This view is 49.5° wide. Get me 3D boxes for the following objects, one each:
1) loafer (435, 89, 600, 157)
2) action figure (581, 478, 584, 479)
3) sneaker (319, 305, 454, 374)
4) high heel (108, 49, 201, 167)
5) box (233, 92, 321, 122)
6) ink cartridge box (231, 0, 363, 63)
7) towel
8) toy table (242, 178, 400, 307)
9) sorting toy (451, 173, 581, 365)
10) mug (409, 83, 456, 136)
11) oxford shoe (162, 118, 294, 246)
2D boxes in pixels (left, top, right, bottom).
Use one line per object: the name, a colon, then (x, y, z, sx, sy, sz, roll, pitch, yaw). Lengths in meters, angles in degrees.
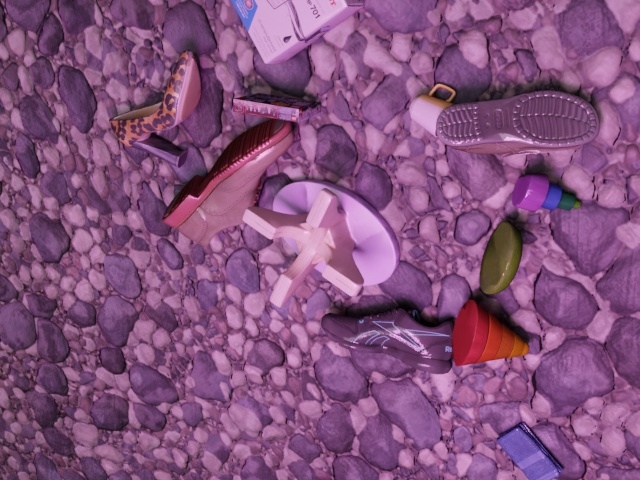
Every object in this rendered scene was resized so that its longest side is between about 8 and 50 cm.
loafer: (0.317, -0.185, 1.124, 0.251, 0.087, 0.094, 3, 82, 15)
action figure: (0.460, 0.493, 1.308, 0.038, 0.030, 0.115, 41, 122, 3)
sneaker: (0.131, 0.171, 1.337, 0.268, 0.101, 0.106, 14, 99, 15)
high heel: (-0.344, -0.288, 1.401, 0.186, 0.093, 0.261, 26, 126, 10)
box: (-0.080, -0.247, 1.285, 0.137, 0.094, 0.027, 13, 113, 22)
ink cartridge box: (-0.042, -0.420, 1.215, 0.191, 0.082, 0.139, -27, 94, 33)
towel: (0.393, 0.404, 1.310, 0.119, 0.029, 0.067, 49, 121, 3)
toy table: (0.000, 0.000, 1.293, 0.274, 0.161, 0.252, 23, 116, 19)
sorting toy: (0.344, 0.066, 1.187, 0.126, 0.127, 0.365, 16, 109, -5)
mug: (0.192, -0.223, 1.188, 0.064, 0.078, 0.062, 33, 152, 23)
oxford shoe: (-0.160, -0.113, 1.382, 0.348, 0.123, 0.130, -34, 116, 30)
